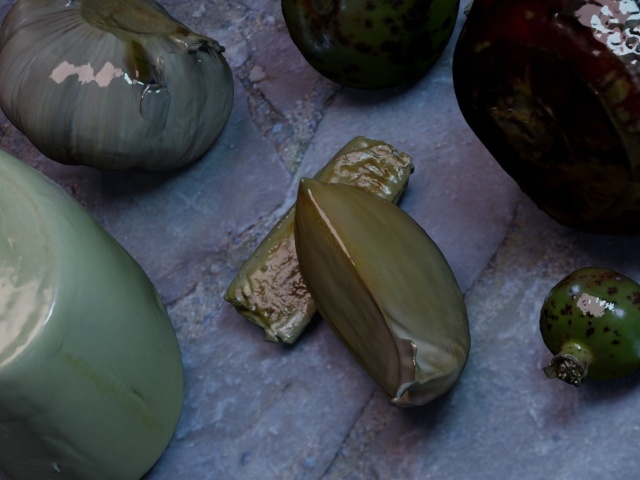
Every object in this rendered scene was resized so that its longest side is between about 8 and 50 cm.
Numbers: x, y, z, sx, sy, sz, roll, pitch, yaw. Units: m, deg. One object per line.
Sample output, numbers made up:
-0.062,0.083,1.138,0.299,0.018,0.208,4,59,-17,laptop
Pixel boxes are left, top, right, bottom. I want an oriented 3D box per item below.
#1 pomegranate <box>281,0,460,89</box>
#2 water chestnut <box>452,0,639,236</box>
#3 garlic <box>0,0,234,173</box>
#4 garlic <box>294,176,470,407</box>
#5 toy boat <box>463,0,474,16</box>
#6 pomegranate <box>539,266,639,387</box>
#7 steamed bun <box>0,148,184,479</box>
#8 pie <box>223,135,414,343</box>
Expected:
0.073,-0.314,2.069,0.242,0.306,0.242,2,98,13,pomegranate
0.317,-0.186,1.723,0.350,0.350,0.302,15,46,35,water chestnut
-0.276,-0.208,2.098,0.322,0.322,0.241,26,96,39,garlic
0.066,0.086,1.749,0.151,0.196,0.338,-39,47,17,garlic
0.278,-0.328,2.045,0.210,0.066,0.084,-23,46,11,toy boat
0.285,0.087,1.670,0.130,0.130,0.130,-14,50,18,pomegranate
-0.368,0.065,1.870,0.456,0.371,0.290,32,73,38,steamed bun
0.000,0.000,1.929,0.128,0.068,0.282,30,72,29,pie
